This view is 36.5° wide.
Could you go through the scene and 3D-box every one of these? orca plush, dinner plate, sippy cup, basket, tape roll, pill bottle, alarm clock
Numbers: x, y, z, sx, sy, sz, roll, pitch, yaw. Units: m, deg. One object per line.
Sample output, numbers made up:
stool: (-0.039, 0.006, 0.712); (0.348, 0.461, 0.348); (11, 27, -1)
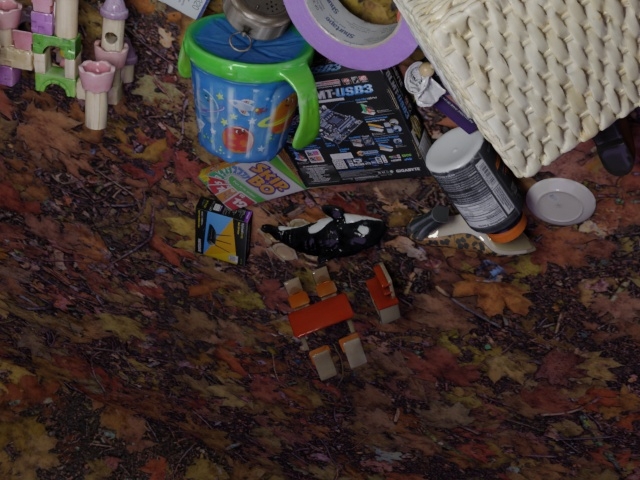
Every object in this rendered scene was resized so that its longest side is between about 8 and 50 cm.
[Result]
orca plush: (0.000, 0.000, 2.214); (0.287, 0.102, 0.151); (9, 135, 11)
dinner plate: (0.491, -0.074, 1.987); (0.141, 0.017, 0.141); (13, 141, 10)
sippy cup: (-0.137, -0.272, 1.786); (0.240, 0.305, 0.224); (1, 126, -12)
basket: (0.318, -0.334, 1.439); (0.328, 0.266, 0.331); (-33, 125, 10)
tape roll: (0.071, -0.427, 1.623); (0.275, 0.090, 0.275); (20, 136, 21)
pill bottle: (0.321, -0.102, 1.934); (0.130, 0.130, 0.245); (-12, 133, 35)
alarm clock: (-0.111, -0.406, 1.700); (0.129, 0.192, 0.064); (26, 155, -9)

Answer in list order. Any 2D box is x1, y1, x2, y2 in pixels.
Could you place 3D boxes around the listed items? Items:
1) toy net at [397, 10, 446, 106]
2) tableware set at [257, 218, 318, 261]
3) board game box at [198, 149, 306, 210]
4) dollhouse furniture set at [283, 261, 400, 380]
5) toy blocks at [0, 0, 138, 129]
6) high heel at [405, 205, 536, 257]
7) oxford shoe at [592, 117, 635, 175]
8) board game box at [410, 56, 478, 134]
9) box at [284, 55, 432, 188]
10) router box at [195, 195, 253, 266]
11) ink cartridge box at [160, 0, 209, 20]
toy net: (0.177, -0.336, 1.723); (0.122, 0.045, 0.232); (25, 133, 21)
tableware set: (-0.066, 0.003, 2.333); (0.169, 0.020, 0.141); (-6, 136, 30)
board game box: (-0.142, -0.142, 2.178); (0.259, 0.039, 0.124); (-16, 131, 34)
dollhouse furniture set: (0.051, 0.160, 2.309); (0.259, 0.262, 0.135); (-21, 134, -3)
toy blocks: (-0.496, -0.409, 1.848); (0.289, 0.309, 0.260); (11, 123, 1)
high heel: (0.322, -0.008, 2.116); (0.261, 0.093, 0.186); (18, 163, -13)
oxford shoe: (0.517, -0.224, 1.751); (0.076, 0.076, 0.212); (-7, 119, 34)
board game box: (0.268, -0.289, 1.793); (0.170, 0.048, 0.141); (36, 139, -19)
box: (0.047, -0.238, 1.939); (0.295, 0.073, 0.293); (-4, 136, 29)
router box: (-0.237, -0.021, 2.358); (0.133, 0.046, 0.179); (16, 143, 5)
ink cartridge box: (-0.295, -0.577, 1.676); (0.330, 0.071, 0.324); (27, 143, -14)
